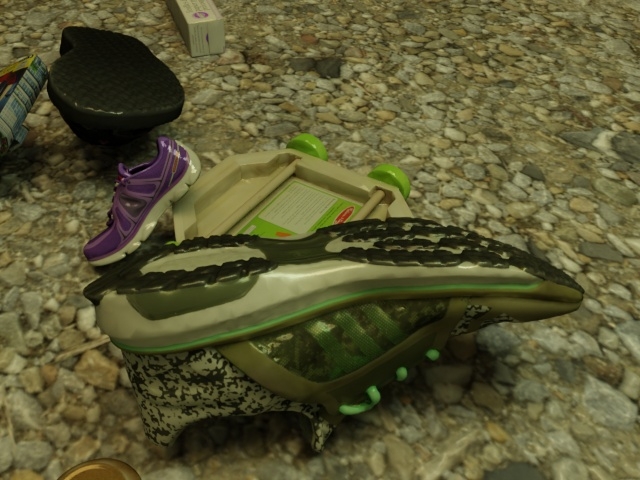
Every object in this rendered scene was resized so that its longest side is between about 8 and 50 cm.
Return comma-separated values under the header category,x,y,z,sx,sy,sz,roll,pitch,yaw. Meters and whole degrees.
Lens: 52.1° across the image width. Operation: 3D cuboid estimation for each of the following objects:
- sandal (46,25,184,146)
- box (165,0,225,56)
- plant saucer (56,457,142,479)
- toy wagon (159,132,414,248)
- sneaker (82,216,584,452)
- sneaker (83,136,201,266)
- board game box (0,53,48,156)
category,x,y,z,sx,sy,sz,roll,pitch,yaw
sandal,-0.294,-0.211,0.935,0.168,0.107,0.445,5,24,-21
box,-0.246,-0.443,1.220,0.063,0.067,0.324,-13,43,-15
plant saucer,-0.185,0.209,0.527,0.084,0.015,0.083,0,41,0
toy wagon,0.000,0.000,0.728,0.345,0.068,0.267,24,47,23
sneaker,0.020,0.085,0.567,0.411,0.182,0.158,-4,17,-6
sneaker,-0.209,-0.046,0.727,0.170,0.071,0.068,-49,27,2
board game box,-0.437,-0.123,0.817,0.194,0.060,0.194,-17,45,22
